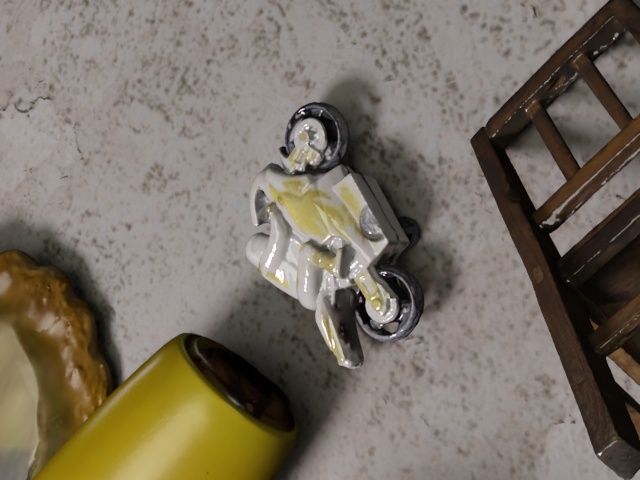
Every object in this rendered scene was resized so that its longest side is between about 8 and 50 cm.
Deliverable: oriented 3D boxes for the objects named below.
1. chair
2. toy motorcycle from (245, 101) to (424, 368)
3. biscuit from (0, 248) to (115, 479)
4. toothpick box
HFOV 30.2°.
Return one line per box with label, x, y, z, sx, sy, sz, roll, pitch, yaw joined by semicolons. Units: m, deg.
chair;0.279;0.027;0.833;0.240;0.416;0.203;36;112;-21
toy motorcycle;0.000;0.000;1.037;0.151;0.074;0.229;-31;75;27
biscuit;-0.366;0.177;1.199;0.335;0.078;0.329;-15;81;14
toothpick box;-0.146;0.214;1.049;0.175;0.175;0.271;43;98;23
